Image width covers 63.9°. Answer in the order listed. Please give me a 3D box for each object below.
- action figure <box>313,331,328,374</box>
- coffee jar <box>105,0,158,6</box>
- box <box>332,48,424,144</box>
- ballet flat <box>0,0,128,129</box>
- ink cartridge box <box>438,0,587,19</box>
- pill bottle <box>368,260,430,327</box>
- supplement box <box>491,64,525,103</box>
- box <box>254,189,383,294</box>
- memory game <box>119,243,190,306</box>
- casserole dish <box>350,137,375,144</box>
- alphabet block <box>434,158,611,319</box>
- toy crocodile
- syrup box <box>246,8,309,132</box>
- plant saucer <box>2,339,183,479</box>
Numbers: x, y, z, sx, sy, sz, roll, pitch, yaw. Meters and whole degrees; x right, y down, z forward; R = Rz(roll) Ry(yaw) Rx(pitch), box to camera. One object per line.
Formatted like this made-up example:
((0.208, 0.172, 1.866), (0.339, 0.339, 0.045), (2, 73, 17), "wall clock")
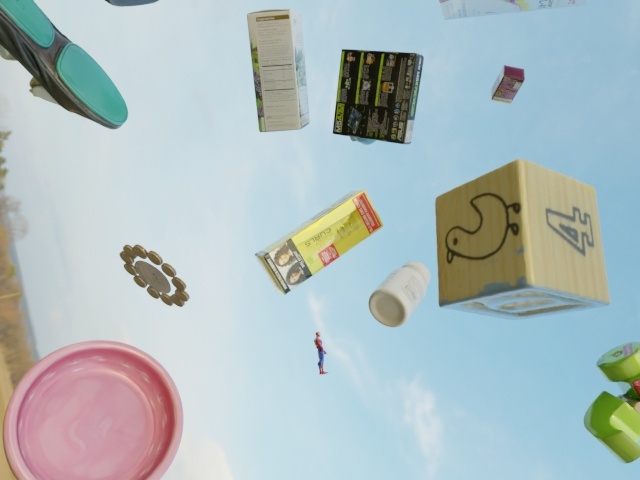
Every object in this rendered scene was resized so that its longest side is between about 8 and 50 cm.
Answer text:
((0.001, 0.309, 1.412), (0.038, 0.030, 0.115), (134, -54, -71), "action figure")
((-0.274, -0.372, 0.661), (0.184, 0.096, 0.079), (46, -37, 28), "coffee jar")
((0.123, -0.318, 1.133), (0.184, 0.045, 0.190), (15, -72, 31), "box")
((-0.405, -0.270, 0.749), (0.280, 0.096, 0.095), (56, 33, -43), "ballet flat")
((0.395, -0.567, 1.049), (0.306, 0.226, 0.131), (3, -87, 19), "ink cartridge box")
((0.252, 0.157, 1.581), (0.131, 0.229, 0.131), (15, -59, 27), "pill bottle")
((0.474, -0.395, 1.301), (0.083, 0.055, 0.043), (104, -3, -60), "supplement box")
((0.000, 0.000, 0.940), (0.087, 0.232, 0.058), (62, -20, -14), "box")
((-0.362, 0.078, 1.120), (0.186, 0.012, 0.186), (21, -40, 19), "memory game")
((0.162, -0.328, 1.388), (0.188, 0.037, 0.114), (-40, -144, 13), "casserole dish")
((0.318, 0.011, 0.831), (0.192, 0.193, 0.197), (-26, -124, 54), "alphabet block")
((0.495, 0.164, 0.676), (0.115, 0.340, 0.105), (58, -1, 7), "toy crocodile")
((-0.085, -0.354, 1.079), (0.093, 0.096, 0.237), (-62, 149, -67), "syrup box")
((-0.447, 0.367, 1.028), (0.084, 0.332, 0.332), (-44, -117, 41), "plant saucer")
